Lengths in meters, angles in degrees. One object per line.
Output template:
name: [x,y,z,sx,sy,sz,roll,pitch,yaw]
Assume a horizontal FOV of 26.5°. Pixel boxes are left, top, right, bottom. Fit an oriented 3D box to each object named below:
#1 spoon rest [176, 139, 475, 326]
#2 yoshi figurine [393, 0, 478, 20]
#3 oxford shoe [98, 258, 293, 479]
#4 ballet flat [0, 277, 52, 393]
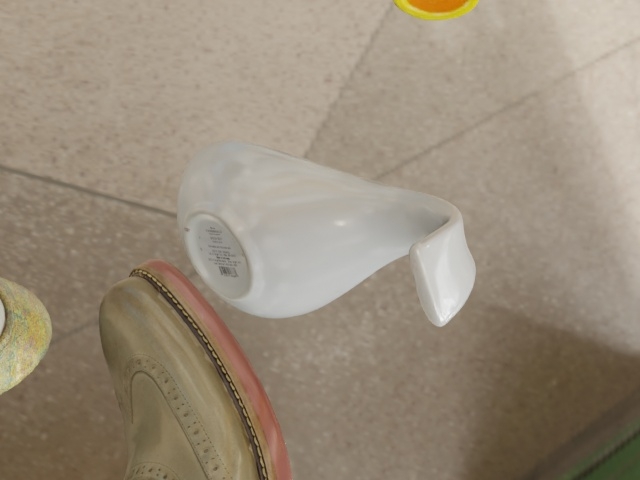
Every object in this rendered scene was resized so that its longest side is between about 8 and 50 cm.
spoon rest: [0.000,0.000,0.910,0.084,0.276,0.137,-31,116,-34]
yoshi figurine: [0.122,-0.308,0.883,0.203,0.203,0.362,7,57,-6]
oxford shoe: [-0.079,0.167,0.730,0.130,0.348,0.123,-11,151,-20]
ballet flat: [-0.316,0.075,0.952,0.348,0.123,0.123,-20,113,-47]
